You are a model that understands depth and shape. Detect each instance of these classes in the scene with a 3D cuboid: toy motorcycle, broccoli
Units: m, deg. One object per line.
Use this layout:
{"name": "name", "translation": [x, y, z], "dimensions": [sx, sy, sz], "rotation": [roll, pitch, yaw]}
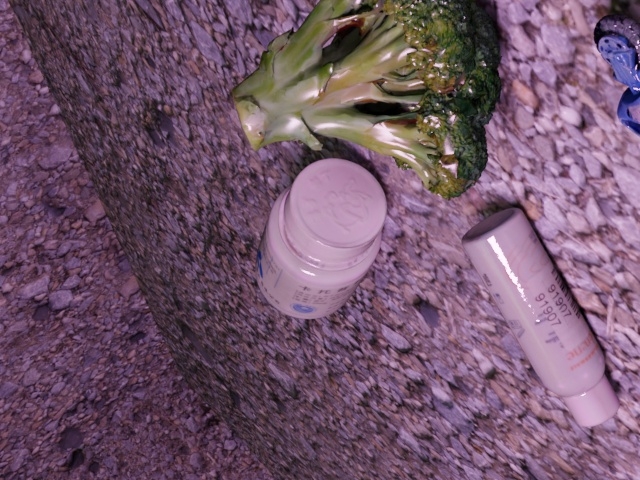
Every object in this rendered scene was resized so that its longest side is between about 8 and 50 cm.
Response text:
{"name": "toy motorcycle", "translation": [0.296, -0.106, 0.740], "dimensions": [0.205, 0.076, 0.114], "rotation": [35, 160, 40]}
{"name": "broccoli", "translation": [0.049, -0.152, 0.938], "dimensions": [0.269, 0.269, 0.254], "rotation": [44, 164, 27]}

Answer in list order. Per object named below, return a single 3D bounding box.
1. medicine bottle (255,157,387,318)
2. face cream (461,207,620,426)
{"name": "medicine bottle", "translation": [0.000, 0.000, 1.419], "dimensions": [0.170, 0.170, 0.293], "rotation": [51, 158, 11]}
{"name": "face cream", "translation": [0.260, 0.093, 1.109], "dimensions": [0.269, 0.082, 0.082], "rotation": [58, 160, -9]}
